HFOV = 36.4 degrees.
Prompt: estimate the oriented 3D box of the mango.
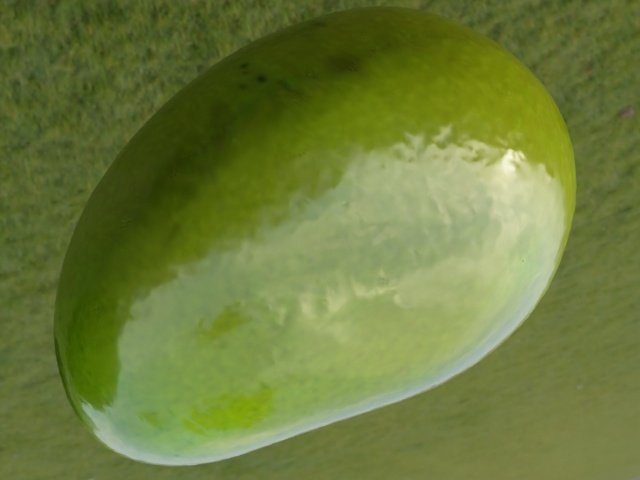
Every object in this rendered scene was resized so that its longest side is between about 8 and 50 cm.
[{"bbox_3d":[0.001,-0.009,0.465,0.273,0.185,0.149,-20,-162,-19],"label":"mango"}]
